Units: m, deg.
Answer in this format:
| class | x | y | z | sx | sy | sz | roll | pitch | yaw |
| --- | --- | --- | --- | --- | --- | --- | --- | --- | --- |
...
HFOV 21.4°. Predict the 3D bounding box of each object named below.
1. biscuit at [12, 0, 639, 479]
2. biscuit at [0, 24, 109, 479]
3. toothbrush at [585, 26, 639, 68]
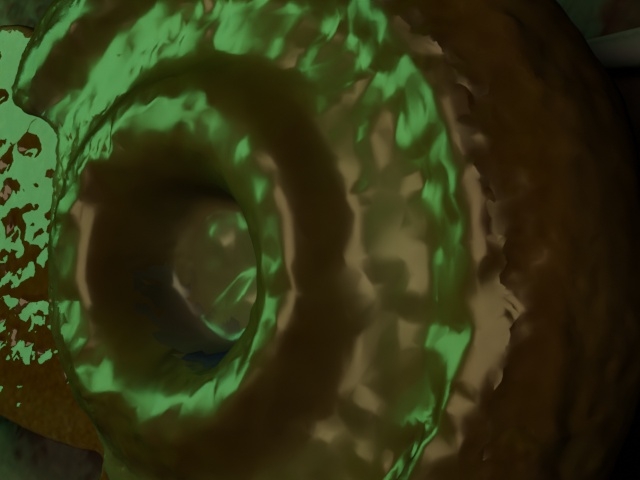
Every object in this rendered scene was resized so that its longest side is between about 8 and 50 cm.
| class | x | y | z | sx | sy | sz | roll | pitch | yaw |
| --- | --- | --- | --- | --- | --- | --- | --- | --- | --- |
| biscuit | -0.001 | 0.000 | 0.554 | 0.213 | 0.091 | 0.274 | -32 | 64 | 30 |
| biscuit | -0.049 | 0.041 | 0.664 | 0.324 | 0.049 | 0.205 | 19 | 95 | 37 |
| toothbrush | 0.152 | -0.071 | 0.537 | 0.342 | 0.030 | 0.025 | -4 | 84 | 36 |
